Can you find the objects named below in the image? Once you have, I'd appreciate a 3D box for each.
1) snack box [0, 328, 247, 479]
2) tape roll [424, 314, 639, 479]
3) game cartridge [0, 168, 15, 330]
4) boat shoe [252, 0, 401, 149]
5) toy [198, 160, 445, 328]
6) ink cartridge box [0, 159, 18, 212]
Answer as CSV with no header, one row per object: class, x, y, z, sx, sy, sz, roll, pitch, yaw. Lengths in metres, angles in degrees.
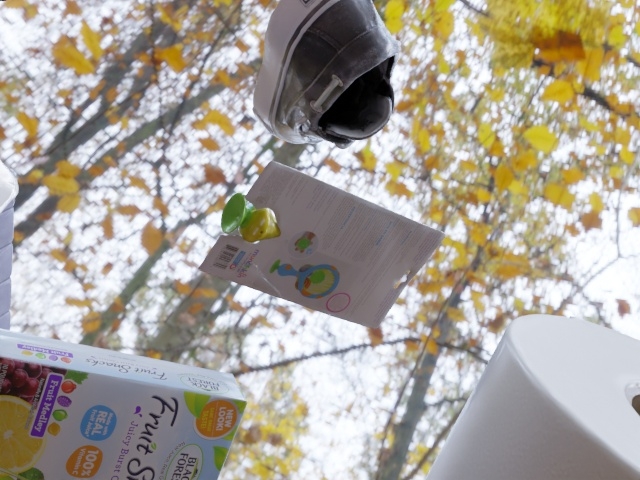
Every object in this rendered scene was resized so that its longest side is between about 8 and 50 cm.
snack box,-0.124,0.111,0.552,0.141,0.037,0.100,15,-75,-25
tape roll,0.151,0.163,0.427,0.246,0.246,0.169,26,-77,4
game cartridge,-0.371,0.093,0.796,0.068,0.355,0.230,14,-64,18
boat shoe,0.014,-0.127,0.860,0.102,0.108,0.301,53,-13,7
toy,0.000,0.000,1.036,0.237,0.056,0.137,19,-65,-37
ink cartridge box,-0.215,-0.053,0.387,0.062,0.104,0.181,-8,-52,35
